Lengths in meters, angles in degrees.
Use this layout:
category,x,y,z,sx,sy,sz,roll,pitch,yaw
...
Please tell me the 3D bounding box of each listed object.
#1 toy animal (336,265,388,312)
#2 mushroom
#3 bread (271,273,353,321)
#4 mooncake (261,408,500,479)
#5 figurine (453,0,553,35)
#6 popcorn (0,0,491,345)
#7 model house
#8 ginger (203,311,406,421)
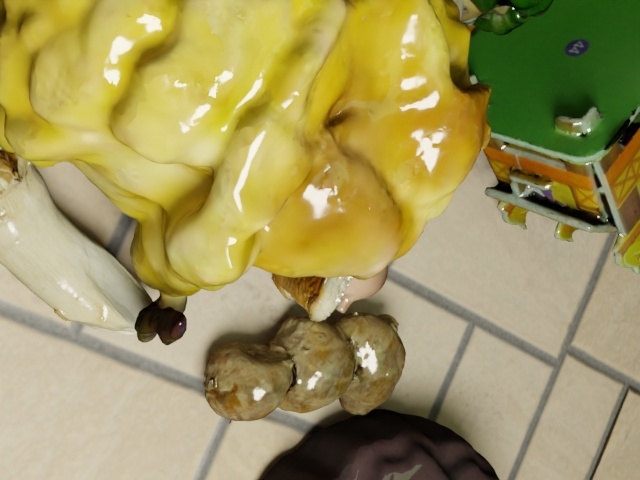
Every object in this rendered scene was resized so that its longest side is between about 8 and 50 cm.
category,x,y,z,sx,sy,sz,roll,pitch,yaw
toy animal,0.045,-0.003,0.968,0.089,0.083,0.150,34,80,-5
mushroom,-0.205,0.001,0.808,0.209,0.071,0.084,54,34,-34
bread,0.000,0.000,0.894,0.044,0.129,0.126,24,97,-29
mooncake,0.062,0.306,1.013,0.283,0.141,0.283,-6,100,-33
figurine,0.154,-0.282,0.904,0.167,0.281,0.370,26,86,-4
popcorn,-0.071,-0.085,0.750,0.349,0.349,0.381,0,121,-35
model house,0.302,-0.147,1.079,0.357,0.242,0.313,-53,140,-17
ginger,-0.010,0.116,0.958,0.204,0.080,0.104,0,105,-37
